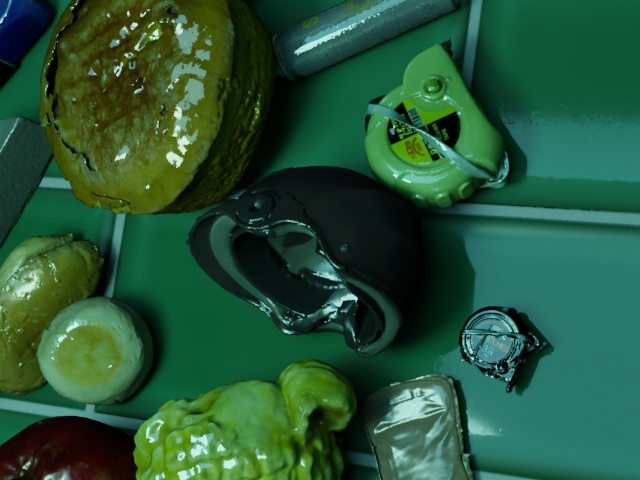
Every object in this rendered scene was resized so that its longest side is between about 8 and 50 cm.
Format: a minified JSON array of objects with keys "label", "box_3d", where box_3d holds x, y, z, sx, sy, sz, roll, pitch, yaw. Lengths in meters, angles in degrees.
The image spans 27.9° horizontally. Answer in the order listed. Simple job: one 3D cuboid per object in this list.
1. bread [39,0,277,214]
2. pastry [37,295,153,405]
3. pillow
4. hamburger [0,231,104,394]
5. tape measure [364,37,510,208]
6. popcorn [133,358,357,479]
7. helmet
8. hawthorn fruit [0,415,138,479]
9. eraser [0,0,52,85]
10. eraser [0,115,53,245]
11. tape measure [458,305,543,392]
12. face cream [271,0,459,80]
[{"label":"bread","box_3d":[-0.218,-0.209,1.737,0.336,0.204,0.358,9,91,35]},{"label":"pastry","box_3d":[-0.308,0.153,1.769,0.156,0.092,0.156,0,101,2]},{"label":"pillow","box_3d":[0.126,0.275,1.600,0.135,0.034,0.211,-17,72,24]},{"label":"hamburger","box_3d":[-0.415,0.100,1.826,0.124,0.131,0.262,37,101,26]},{"label":"tape measure","box_3d":[0.142,-0.128,1.632,0.175,0.106,0.200,-31,70,1]},{"label":"popcorn","box_3d":[-0.081,0.283,1.603,0.285,0.174,0.225,-18,115,-7]},{"label":"helmet","box_3d":[0.000,0.000,1.617,0.305,0.225,0.177,23,62,25]},{"label":"hawthorn fruit","box_3d":[-0.337,0.348,1.646,0.254,0.300,0.254,-8,71,23]},{"label":"eraser","box_3d":[-0.565,-0.275,1.981,0.332,0.101,0.155,-48,65,10]},{"label":"eraser","box_3d":[-0.520,-0.036,1.910,0.077,0.111,0.352,34,95,28]},{"label":"tape measure","box_3d":[0.218,0.125,1.574,0.094,0.054,0.091,37,95,19]},{"label":"face cream","box_3d":[0.046,-0.287,1.722,0.283,0.073,0.073,-22,72,19]}]
